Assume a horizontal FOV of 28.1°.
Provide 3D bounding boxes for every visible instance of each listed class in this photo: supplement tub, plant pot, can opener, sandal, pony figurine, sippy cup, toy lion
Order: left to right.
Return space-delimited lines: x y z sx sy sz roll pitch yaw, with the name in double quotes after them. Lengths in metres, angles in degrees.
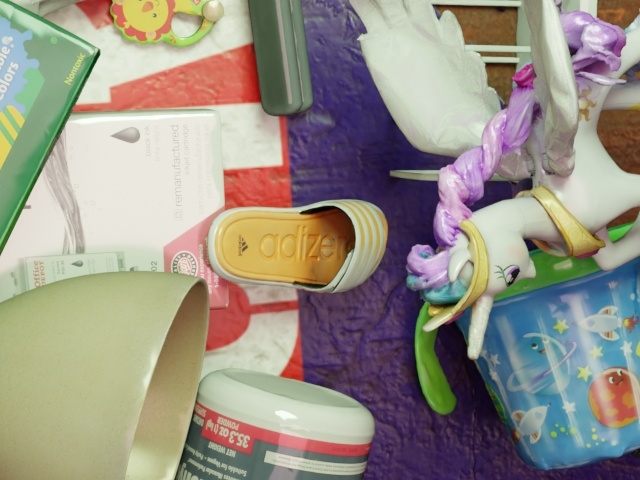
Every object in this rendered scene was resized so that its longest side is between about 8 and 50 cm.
-0.231 0.150 1.159 0.191 0.284 0.284 13 91 5 "plant pot"
-0.166 -0.241 1.341 0.100 0.034 0.096 43 91 -14 "toy lion"
-0.065 -0.269 1.352 0.093 0.074 0.280 -9 97 21 "can opener"
-0.063 0.284 1.326 0.191 0.191 0.272 14 91 -15 "supplement tub"
-0.001 0.011 1.323 0.265 0.076 0.102 -4 96 -48 "sandal"
0.211 -0.105 1.147 0.363 0.303 0.351 -18 96 -23 "pony figurine"
0.263 0.116 1.357 0.240 0.305 0.224 -15 88 -24 "sippy cup"

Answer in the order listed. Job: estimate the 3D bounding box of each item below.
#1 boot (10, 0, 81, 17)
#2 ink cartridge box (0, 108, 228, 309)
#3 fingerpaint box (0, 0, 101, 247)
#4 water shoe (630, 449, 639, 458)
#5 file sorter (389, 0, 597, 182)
-0.318 -0.225 1.279 0.258 0.095 0.123 -1 101 -6 "boot"
-0.244 -0.026 1.291 0.283 0.117 0.207 -4 97 -14 "ink cartridge box"
-0.452 -0.054 1.102 0.371 0.163 0.445 27 92 -11 "fingerpaint box"
0.356 0.159 1.499 0.080 0.073 0.203 -35 102 -38 "water shoe"
0.175 -0.197 1.350 0.173 0.193 0.277 1 95 -11 "file sorter"
